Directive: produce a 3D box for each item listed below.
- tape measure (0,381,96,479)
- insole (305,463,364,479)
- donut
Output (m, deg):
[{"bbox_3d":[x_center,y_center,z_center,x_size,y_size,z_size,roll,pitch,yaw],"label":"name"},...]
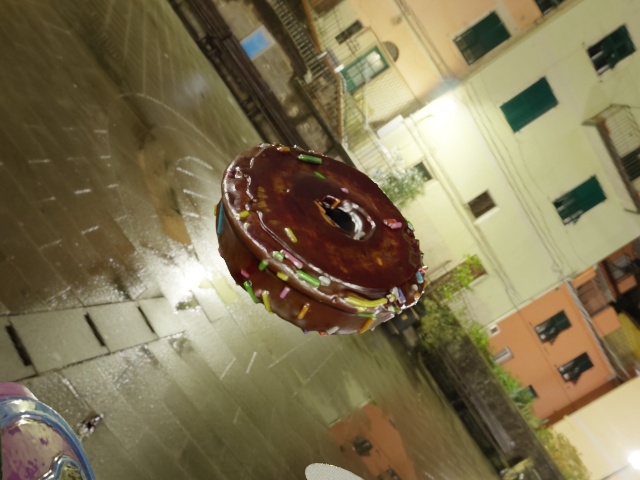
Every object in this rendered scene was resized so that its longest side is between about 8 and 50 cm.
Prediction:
[{"bbox_3d":[-0.276,0.217,0.362,0.231,0.149,0.245,112,-44,-80],"label":"tape measure"},{"bbox_3d":[0.065,0.387,0.753,0.197,0.004,0.065,25,17,-10],"label":"insole"},{"bbox_3d":[0.000,0.000,0.498,0.235,0.089,0.235,23,34,-16],"label":"donut"}]
